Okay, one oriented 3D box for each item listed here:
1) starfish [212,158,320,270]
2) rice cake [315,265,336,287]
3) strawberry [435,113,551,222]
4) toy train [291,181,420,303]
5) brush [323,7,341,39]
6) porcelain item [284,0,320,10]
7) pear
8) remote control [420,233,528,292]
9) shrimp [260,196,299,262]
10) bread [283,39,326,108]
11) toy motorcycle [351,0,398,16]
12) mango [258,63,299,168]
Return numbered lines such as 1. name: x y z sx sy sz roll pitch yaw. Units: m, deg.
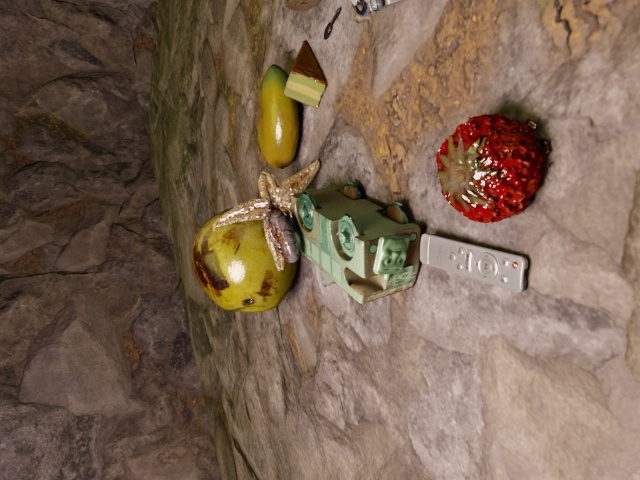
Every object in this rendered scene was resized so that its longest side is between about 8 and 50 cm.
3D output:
1. starfish: -0.101 -0.055 1.083 0.231 0.295 0.048 62 180 9
2. rice cake: 0.000 0.000 1.053 0.034 0.043 0.211 -163 62 -66
3. strawberry: 0.209 -0.090 0.606 0.145 0.086 0.145 174 90 -65
4. toy train: 0.052 -0.010 0.887 0.326 0.129 0.160 36 133 55
5. brush: 0.023 -0.445 0.976 0.083 0.008 0.024 138 124 -58
6. porcelain item: -0.050 -0.612 1.016 0.081 0.069 0.216 178 85 -67
7. pear: -0.196 0.052 1.223 0.283 0.283 0.284 22 115 60
8. remote control: 0.216 0.028 0.684 0.184 0.027 0.050 20 114 56
9. shrimp: -0.082 -0.029 0.958 0.065 0.056 0.165 89 161 -51
10. bread: -0.024 -0.379 1.079 0.074 0.084 0.139 120 167 -50
11. toy motorcycle: 0.090 -0.450 0.758 0.221 0.102 0.150 28 141 62
12. mango: -0.101 -0.292 1.149 0.137 0.091 0.238 -129 34 -48
